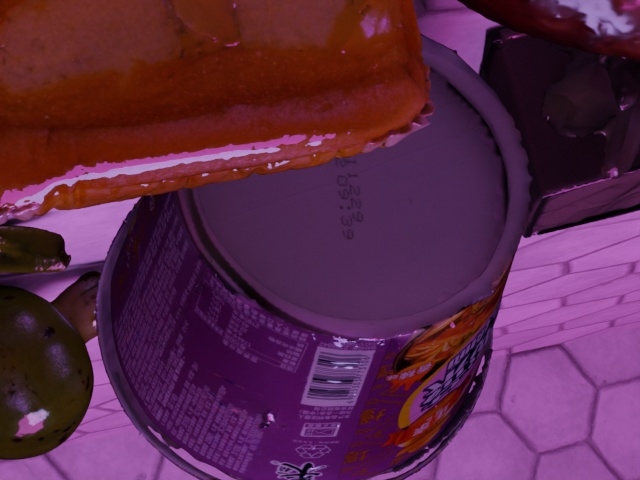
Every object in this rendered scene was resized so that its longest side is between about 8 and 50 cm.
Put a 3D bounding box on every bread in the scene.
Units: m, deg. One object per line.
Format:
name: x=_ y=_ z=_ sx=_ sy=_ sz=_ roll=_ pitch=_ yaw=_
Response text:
bread: x=-0.085 y=-0.100 z=0.852 sx=0.288 sy=0.153 sz=0.119 roll=-11 pitch=173 yaw=-14

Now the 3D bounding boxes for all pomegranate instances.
pomegranate: x=-0.316 y=0.125 z=1.589 sx=0.248 sy=0.202 sz=0.202 roll=-39 pitch=177 yaw=-21

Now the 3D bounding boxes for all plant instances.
plant: x=0.251 y=-0.145 z=1.049 sx=0.131 sy=0.142 sz=0.203 roll=13 pitch=133 yaw=-32

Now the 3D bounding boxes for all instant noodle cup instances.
instant noodle cup: x=0.000 y=0.000 z=1.100 sx=0.339 sy=0.340 sz=0.266 roll=-11 pitch=156 yaw=-14

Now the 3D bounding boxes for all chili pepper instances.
chili pepper: x=-0.333 y=0.019 z=1.343 sx=0.201 sy=0.052 sz=0.050 roll=-12 pitch=-162 yaw=-17

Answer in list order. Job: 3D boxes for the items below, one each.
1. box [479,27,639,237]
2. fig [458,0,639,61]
box: x=0.273 y=-0.112 z=1.221 sx=0.252 sy=0.153 sz=0.188 roll=-13 pitch=167 yaw=0
fig: x=0.102 y=-0.181 z=0.566 sx=0.224 sy=0.224 sz=0.263 roll=-24 pitch=148 yaw=38
